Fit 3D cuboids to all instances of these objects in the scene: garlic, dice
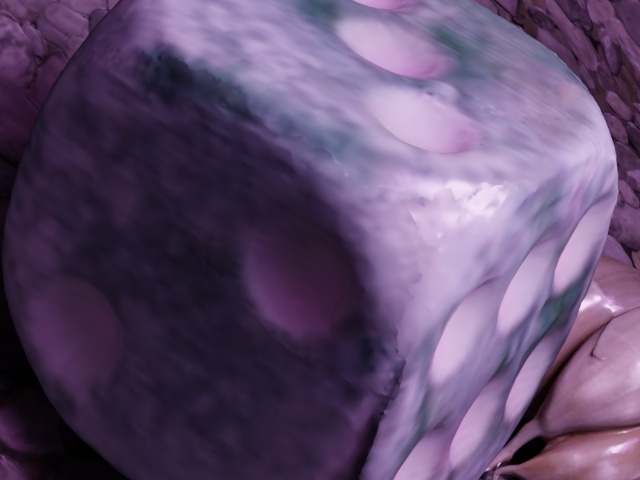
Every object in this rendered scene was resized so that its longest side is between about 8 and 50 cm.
[{"bbox_3d":[0.267,0.145,1.651,0.292,0.237,0.210,0,26,-40],"label":"garlic"},{"bbox_3d":[0.000,0.000,1.240,0.348,0.330,0.328,35,33,20],"label":"dice"}]
